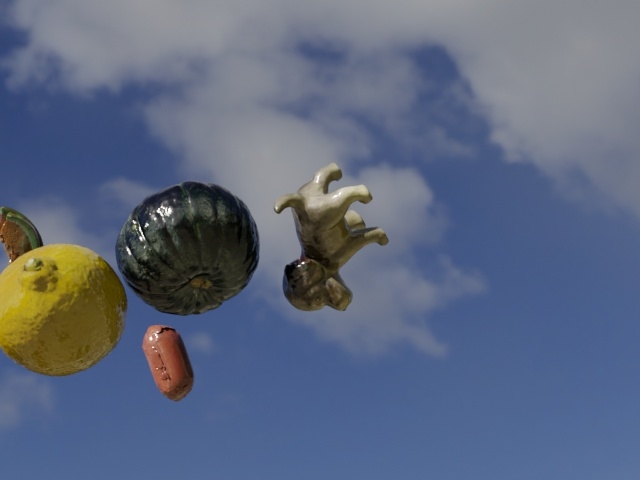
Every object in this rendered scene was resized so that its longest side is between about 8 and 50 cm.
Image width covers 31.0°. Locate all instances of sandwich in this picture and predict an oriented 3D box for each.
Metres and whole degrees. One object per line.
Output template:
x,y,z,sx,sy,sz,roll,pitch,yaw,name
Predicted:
-0.460,0.010,1.771,0.067,0.135,0.029,-14,8,-6,sandwich

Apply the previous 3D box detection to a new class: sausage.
-0.269,0.217,2.056,0.076,0.141,0.076,-18,-13,-4,sausage

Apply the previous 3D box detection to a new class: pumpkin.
-0.197,0.012,1.722,0.220,0.162,0.220,-13,-42,-12,pumpkin

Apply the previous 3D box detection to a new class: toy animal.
0.013,0.001,1.742,0.168,0.121,0.233,-28,-46,-21,toy animal

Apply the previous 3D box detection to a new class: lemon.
-0.358,0.094,1.573,0.186,0.187,0.244,-1,-24,-3,lemon
